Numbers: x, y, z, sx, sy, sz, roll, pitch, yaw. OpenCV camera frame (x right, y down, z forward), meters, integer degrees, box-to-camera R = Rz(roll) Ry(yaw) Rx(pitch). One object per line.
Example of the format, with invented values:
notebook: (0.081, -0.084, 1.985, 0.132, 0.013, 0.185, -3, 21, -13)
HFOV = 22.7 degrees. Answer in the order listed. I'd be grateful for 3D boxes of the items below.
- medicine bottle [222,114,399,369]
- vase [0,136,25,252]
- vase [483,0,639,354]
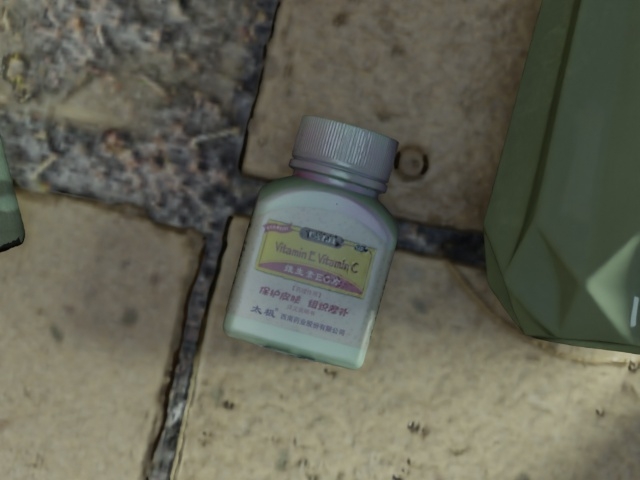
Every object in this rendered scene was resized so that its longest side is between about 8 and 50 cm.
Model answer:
medicine bottle: (0.000, 0.000, 0.806, 0.074, 0.055, 0.118, 16, 89, -1)
vase: (-0.201, -0.093, 0.796, 0.060, 0.060, 0.211, -15, 90, -2)
vase: (0.175, -0.125, 0.773, 0.165, 0.165, 0.360, 7, 85, -2)
